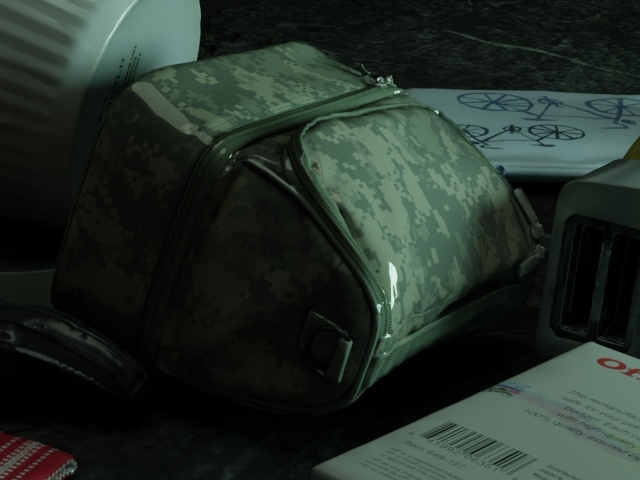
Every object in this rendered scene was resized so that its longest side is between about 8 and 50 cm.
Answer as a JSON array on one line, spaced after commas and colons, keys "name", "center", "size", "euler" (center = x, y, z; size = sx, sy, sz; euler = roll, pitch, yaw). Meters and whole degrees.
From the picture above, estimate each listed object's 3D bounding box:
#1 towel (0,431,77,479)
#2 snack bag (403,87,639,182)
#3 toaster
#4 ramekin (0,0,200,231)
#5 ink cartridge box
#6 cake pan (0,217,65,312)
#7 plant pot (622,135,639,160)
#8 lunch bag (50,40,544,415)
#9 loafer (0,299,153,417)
[{"name": "towel", "center": [-0.312, 0.141, 0.974], "size": [0.274, 0.031, 0.199], "euler": [12, 19, 15]}, {"name": "snack bag", "center": [0.267, -0.112, 1.801], "size": [0.323, 0.037, 0.342], "euler": [2, 19, -5]}, {"name": "toaster", "center": [0.260, 0.029, 1.182], "size": [0.168, 0.186, 0.110], "euler": [16, 18, 28]}, {"name": "ramekin", "center": [-0.198, -0.131, 1.276], "size": [0.127, 0.273, 0.273], "euler": [22, 23, 13]}, {"name": "ink cartridge box", "center": [0.126, 0.175, 0.761], "size": [0.171, 0.168, 0.232], "euler": [21, 26, 38]}, {"name": "cake pan", "center": [-0.265, 0.006, 1.329], "size": [0.293, 0.054, 0.293], "euler": [4, 20, -1]}, {"name": "plant pot", "center": [0.341, -0.057, 1.570], "size": [0.134, 0.095, 0.134], "euler": [4, 19, -1]}, {"name": "lunch bag", "center": [0.000, 0.000, 1.180], "size": [0.256, 0.213, 0.305], "euler": [32, 24, 20]}, {"name": "loafer", "center": [-0.222, 0.081, 1.118], "size": [0.223, 0.076, 0.078], "euler": [19, 62, 14]}]
